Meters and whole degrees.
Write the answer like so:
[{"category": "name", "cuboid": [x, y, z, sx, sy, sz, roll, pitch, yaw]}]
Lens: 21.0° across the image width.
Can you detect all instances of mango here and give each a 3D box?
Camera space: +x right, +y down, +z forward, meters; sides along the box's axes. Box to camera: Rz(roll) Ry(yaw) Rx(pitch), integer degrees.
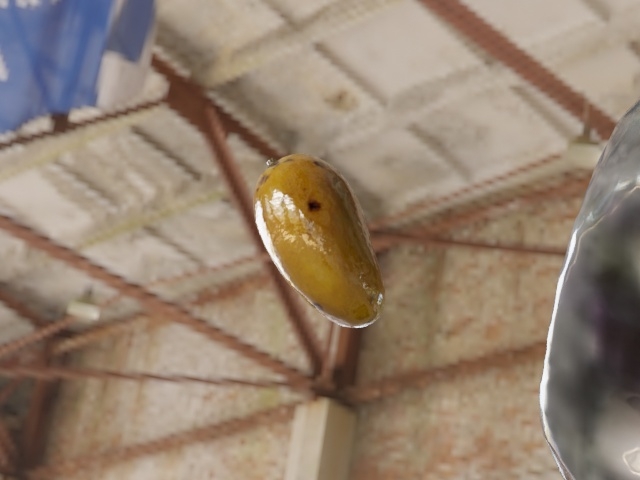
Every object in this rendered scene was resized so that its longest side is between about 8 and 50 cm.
[{"category": "mango", "cuboid": [-0.002, -0.002, 1.602, 0.090, 0.178, 0.115, -33, -28, 26]}]

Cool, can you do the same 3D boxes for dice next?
[{"category": "dice", "cuboid": [0.207, 0.031, 0.719, 0.183, 0.182, 0.181, 21, -64, 26]}]
